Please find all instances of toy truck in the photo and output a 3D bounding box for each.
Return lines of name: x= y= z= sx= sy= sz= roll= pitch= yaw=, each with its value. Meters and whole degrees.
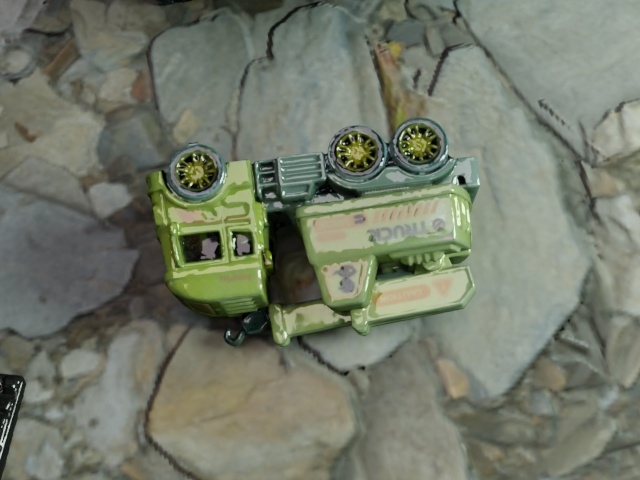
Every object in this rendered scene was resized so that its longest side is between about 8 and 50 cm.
toy truck: x=0.000 y=0.000 z=0.538 sx=0.169 sy=0.077 sz=0.100 roll=-7 pitch=76 yaw=-1

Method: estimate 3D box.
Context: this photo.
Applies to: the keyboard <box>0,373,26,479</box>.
keyboard: x=-0.260 y=0.090 z=0.553 sx=0.204 sy=0.013 sz=0.061 roll=5 pitch=64 yaw=9

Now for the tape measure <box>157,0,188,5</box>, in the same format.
tape measure: x=-0.046 y=-0.214 z=0.632 sx=0.180 sy=0.107 sz=0.104 roll=4 pitch=60 yaw=12
